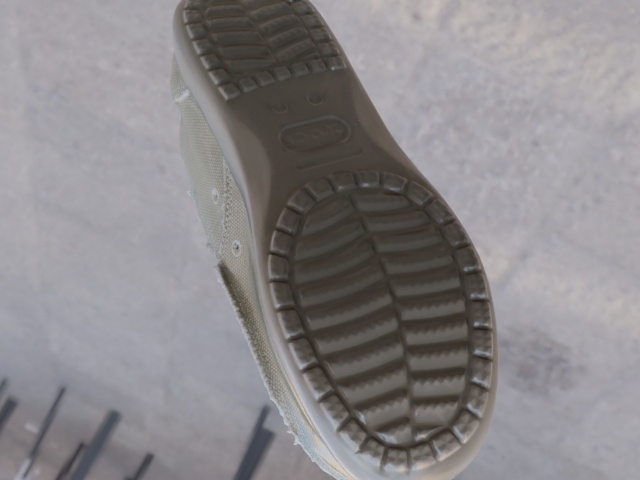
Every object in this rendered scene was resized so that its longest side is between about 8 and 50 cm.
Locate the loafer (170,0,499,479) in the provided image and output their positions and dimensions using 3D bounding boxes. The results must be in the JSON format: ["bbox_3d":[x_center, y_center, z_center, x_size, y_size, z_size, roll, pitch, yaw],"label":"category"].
[{"bbox_3d":[0.000,0.000,0.634,0.102,0.268,0.092,-11,149,-17],"label":"loafer"}]
